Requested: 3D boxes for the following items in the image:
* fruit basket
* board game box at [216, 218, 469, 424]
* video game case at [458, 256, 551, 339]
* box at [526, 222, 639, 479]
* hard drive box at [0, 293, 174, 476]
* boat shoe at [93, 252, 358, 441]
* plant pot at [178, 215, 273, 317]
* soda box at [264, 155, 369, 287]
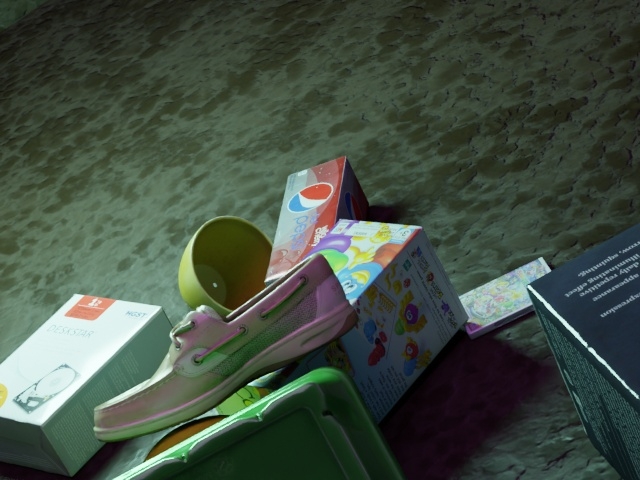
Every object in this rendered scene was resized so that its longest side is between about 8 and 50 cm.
[{"bbox_3d":[-0.090,0.295,1.939,0.392,0.283,0.392,-27,-15,-8],"label":"fruit basket"},{"bbox_3d":[0.016,0.119,2.180,0.142,0.144,0.275,6,43,46],"label":"board game box"},{"bbox_3d":[0.219,0.067,2.253,0.122,0.011,0.087,-25,27,1],"label":"video game case"},{"bbox_3d":[0.418,0.128,1.767,0.294,0.212,0.395,-28,27,-5],"label":"box"},{"bbox_3d":[-0.312,0.179,2.423,0.181,0.089,0.232,5,40,44],"label":"hard drive box"},{"bbox_3d":[-0.112,0.114,2.019,0.302,0.098,0.109,-27,7,-3],"label":"boat shoe"},{"bbox_3d":[-0.130,0.047,2.477,0.095,0.134,0.134,-32,14,51],"label":"plant pot"},{"bbox_3d":[0.000,0.000,2.475,0.092,0.083,0.263,-18,29,17],"label":"soda box"}]
